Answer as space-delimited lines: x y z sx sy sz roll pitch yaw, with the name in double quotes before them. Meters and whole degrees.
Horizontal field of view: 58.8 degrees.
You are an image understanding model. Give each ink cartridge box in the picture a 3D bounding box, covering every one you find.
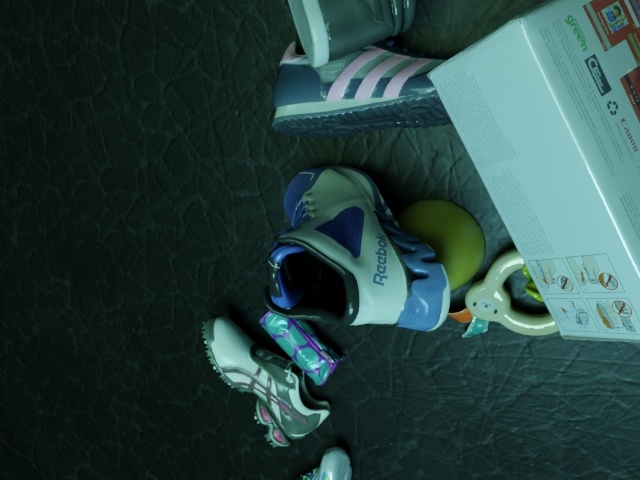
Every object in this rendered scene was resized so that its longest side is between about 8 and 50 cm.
"ink cartridge box" 0.304 -0.100 0.569 0.309 0.272 0.130 61 155 -7

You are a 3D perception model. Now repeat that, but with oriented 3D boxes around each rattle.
"rattle" 0.236 0.099 0.724 0.200 0.142 0.130 -23 118 28

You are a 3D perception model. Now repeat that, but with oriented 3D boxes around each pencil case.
"pencil case" -0.033 0.164 0.941 0.151 0.064 0.070 46 141 3

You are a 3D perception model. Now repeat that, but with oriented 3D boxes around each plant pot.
"plant pot" 0.144 0.022 0.761 0.134 0.095 0.134 11 116 24

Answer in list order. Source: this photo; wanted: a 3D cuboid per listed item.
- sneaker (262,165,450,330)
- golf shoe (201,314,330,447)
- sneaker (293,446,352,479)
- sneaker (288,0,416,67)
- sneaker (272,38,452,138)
"sneaker" 0.001 0.001 0.707 0.315 0.182 0.127 49 134 47
"golf shoe" -0.095 0.227 0.998 0.120 0.105 0.272 -33 100 20
"sneaker" -0.014 0.466 1.051 0.126 0.091 0.239 14 118 24
"sneaker" 0.025 -0.349 0.669 0.147 0.104 0.295 -13 77 -8
"sneaker" 0.088 -0.207 0.689 0.319 0.112 0.130 -1 82 18
